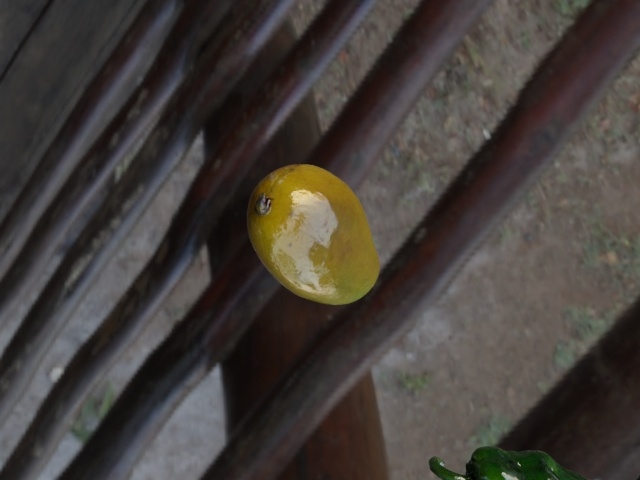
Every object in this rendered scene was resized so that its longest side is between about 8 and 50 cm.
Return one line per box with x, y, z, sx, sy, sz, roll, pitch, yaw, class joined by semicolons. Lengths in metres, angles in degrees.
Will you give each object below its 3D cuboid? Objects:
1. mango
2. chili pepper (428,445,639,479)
0.000;0.000;1.099;0.066;0.101;0.187;9;157;35;mango
0.223;0.227;1.169;0.257;0.100;0.074;12;129;-20;chili pepper
